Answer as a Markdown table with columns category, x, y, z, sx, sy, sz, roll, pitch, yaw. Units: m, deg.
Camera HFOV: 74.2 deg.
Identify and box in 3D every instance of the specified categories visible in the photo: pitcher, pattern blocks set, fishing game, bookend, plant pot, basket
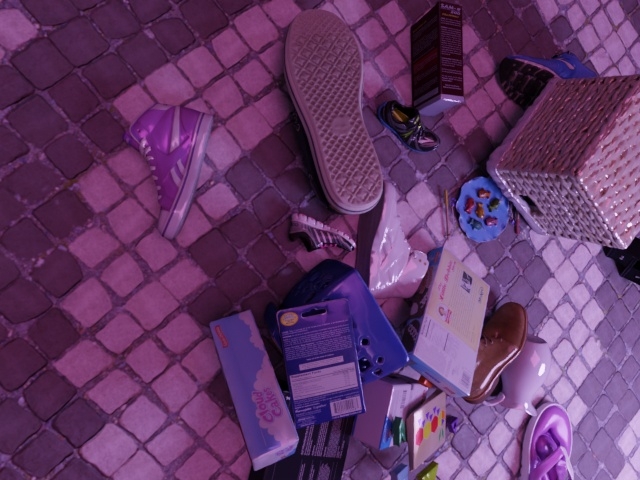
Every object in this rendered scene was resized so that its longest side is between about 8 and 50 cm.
| category | x | y | z | sx | sy | sz | roll | pitch | yaw |
| --- | --- | --- | --- | --- | --- | --- | --- | --- | --- |
| pitcher | 0.526 | 0.360 | 1.156 | 0.178 | 0.125 | 0.206 | 8 | 98 | -12 |
| pattern blocks set | 0.258 | 0.449 | 1.022 | 0.325 | 0.026 | 0.285 | 10 | 84 | -50 |
| fishing game | 0.461 | -0.088 | 1.179 | 0.264 | 0.041 | 0.188 | 0 | 91 | -20 |
| bookend | 0.979 | 0.066 | 1.337 | 0.157 | 0.156 | 0.072 | 35 | 73 | 29 |
| plant pot | 0.015 | 0.195 | 0.913 | 0.212 | 0.236 | 0.235 | -33 | 100 | -11 |
| basket | 0.686 | -0.200 | 1.100 | 0.328 | 0.266 | 0.331 | 40 | 86 | -27 |

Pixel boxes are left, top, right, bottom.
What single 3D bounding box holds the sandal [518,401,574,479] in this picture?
| category | x | y | z | sx | sy | sz | roll | pitch | yaw |
| --- | --- | --- | --- | --- | --- | --- | --- | --- | --- |
| sandal | 0.651 | 0.677 | 1.196 | 0.170 | 0.102 | 0.415 | 20 | 82 | -19 |

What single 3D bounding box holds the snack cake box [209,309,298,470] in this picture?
| category | x | y | z | sx | sy | sz | roll | pitch | yaw |
| --- | --- | --- | --- | --- | --- | --- | --- | --- | --- |
| snack cake box | -0.133 | 0.289 | 0.827 | 0.089 | 0.152 | 0.264 | -16 | 59 | -19 |

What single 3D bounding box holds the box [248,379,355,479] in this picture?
| category | x | y | z | sx | sy | sz | roll | pitch | yaw |
| --- | --- | --- | --- | --- | --- | --- | --- | --- | --- |
| box | -0.043 | 0.463 | 0.948 | 0.185 | 0.103 | 0.260 | 16 | 83 | -23 |

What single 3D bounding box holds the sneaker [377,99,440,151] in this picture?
| category | x | y | z | sx | sy | sz | roll | pitch | yaw |
| --- | --- | --- | --- | --- | --- | --- | --- | --- | --- |
| sneaker | 0.231 | -0.289 | 1.078 | 0.188 | 0.078 | 0.067 | 33 | 78 | -17 |

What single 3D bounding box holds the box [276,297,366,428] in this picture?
| category | x | y | z | sx | sy | sz | roll | pitch | yaw |
| --- | --- | --- | --- | --- | --- | --- | --- | --- | --- |
| box | 0.001 | 0.222 | 0.782 | 0.137 | 0.036 | 0.225 | -9 | 98 | -8 |

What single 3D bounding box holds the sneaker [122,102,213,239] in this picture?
| category | x | y | z | sx | sy | sz | roll | pitch | yaw |
| --- | --- | --- | --- | --- | --- | --- | --- | --- | --- |
| sneaker | -0.329 | -0.147 | 0.866 | 0.161 | 0.102 | 0.281 | 13 | 74 | -16 |

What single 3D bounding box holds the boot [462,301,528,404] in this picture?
| category | x | y | z | sx | sy | sz | roll | pitch | yaw |
| --- | --- | --- | --- | --- | --- | --- | --- | --- | --- |
| boot | 0.443 | 0.271 | 1.111 | 0.115 | 0.112 | 0.305 | 47 | 70 | -26 |

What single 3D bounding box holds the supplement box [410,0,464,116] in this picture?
| category | x | y | z | sx | sy | sz | roll | pitch | yaw |
| --- | --- | --- | --- | --- | --- | --- | --- | --- | --- |
| supplement box | 0.295 | -0.454 | 1.078 | 0.073 | 0.130 | 0.239 | -1 | 90 | -20 |

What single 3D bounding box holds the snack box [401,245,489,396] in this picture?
| category | x | y | z | sx | sy | sz | roll | pitch | yaw |
| --- | --- | --- | --- | --- | --- | --- | --- | --- | --- |
| snack box | 0.314 | 0.191 | 1.047 | 0.187 | 0.060 | 0.321 | 39 | 54 | -15 |

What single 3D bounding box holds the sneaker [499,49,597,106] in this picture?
| category | x | y | z | sx | sy | sz | roll | pitch | yaw |
| --- | --- | --- | --- | --- | --- | --- | --- | --- | --- |
| sneaker | 0.666 | -0.473 | 1.233 | 0.331 | 0.129 | 0.147 | 12 | 62 | -13 |

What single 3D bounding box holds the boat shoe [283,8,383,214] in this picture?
| category | x | y | z | sx | sy | sz | roll | pitch | yaw |
| --- | --- | --- | --- | --- | --- | --- | --- | --- | --- |
| boat shoe | 0.018 | -0.288 | 0.966 | 0.187 | 0.156 | 0.499 | -10 | 81 | -15 |

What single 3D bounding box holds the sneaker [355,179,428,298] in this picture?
| category | x | y | z | sx | sy | sz | roll | pitch | yaw |
| --- | --- | --- | --- | --- | --- | --- | --- | --- | --- |
| sneaker | 0.186 | 0.002 | 1.048 | 0.169 | 0.108 | 0.292 | 5 | 97 | -22 |

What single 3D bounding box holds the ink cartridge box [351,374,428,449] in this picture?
| category | x | y | z | sx | sy | sz | roll | pitch | yaw |
| --- | --- | --- | --- | --- | --- | --- | --- | --- | --- |
| ink cartridge box | 0.168 | 0.394 | 0.994 | 0.191 | 0.082 | 0.139 | 22 | 79 | -52 |

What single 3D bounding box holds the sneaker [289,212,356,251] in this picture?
| category | x | y | z | sx | sy | sz | roll | pitch | yaw |
| --- | --- | --- | --- | --- | --- | --- | --- | --- | --- |
| sneaker | 0.000 | 0.000 | 0.997 | 0.171 | 0.063 | 0.074 | 24 | 81 | -13 |
